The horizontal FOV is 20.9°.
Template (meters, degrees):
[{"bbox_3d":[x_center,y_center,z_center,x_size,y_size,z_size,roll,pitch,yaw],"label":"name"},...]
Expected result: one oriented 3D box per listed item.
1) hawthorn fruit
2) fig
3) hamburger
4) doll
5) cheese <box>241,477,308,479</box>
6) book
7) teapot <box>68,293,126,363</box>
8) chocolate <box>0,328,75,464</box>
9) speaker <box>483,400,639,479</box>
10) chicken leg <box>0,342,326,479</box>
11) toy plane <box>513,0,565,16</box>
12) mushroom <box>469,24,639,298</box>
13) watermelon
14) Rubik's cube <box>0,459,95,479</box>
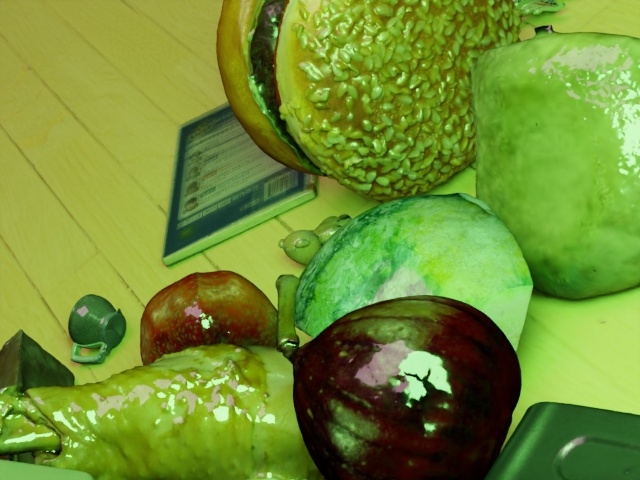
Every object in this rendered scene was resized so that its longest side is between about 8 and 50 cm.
[{"bbox_3d":[-0.125,0.098,1.910,0.157,0.157,0.194,-36,33,1],"label":"hawthorn fruit"},{"bbox_3d":[0.043,0.132,1.514,0.186,0.249,0.203,28,-98,-81],"label":"fig"},{"bbox_3d":[0.064,-0.215,1.989,0.330,0.330,0.250,-47,27,-18],"label":"hamburger"},{"bbox_3d":[-0.004,-0.008,2.034,0.061,0.051,0.093,-9,38,48],"label":"doll"},{"bbox_3d":[-0.102,0.334,1.552,0.248,0.173,0.251,2,52,44],"label":"cheese"},{"bbox_3d":[-0.103,-0.107,2.301,0.228,0.018,0.322,-24,32,18],"label":"book"},{"bbox_3d":[-0.276,0.113,2.141,0.057,0.066,0.088,16,79,33],"label":"teapot"},{"bbox_3d":[-0.353,0.245,1.989,0.112,0.112,0.321,-37,30,15],"label":"chocolate"},{"bbox_3d":[0.262,0.199,1.352,0.388,0.184,0.180,2,48,48],"label":"speaker"},{"bbox_3d":[-0.172,0.201,1.723,0.409,0.182,0.295,-2,-8,-16],"label":"chicken leg"},{"bbox_3d":[0.269,-0.300,2.170,0.111,0.040,0.102,-33,29,8],"label":"toy plane"},{"bbox_3d":[0.244,-0.078,1.716,0.292,0.217,0.212,9,54,50],"label":"mushroom"},{"bbox_3d":[0.078,0.054,1.753,0.224,0.180,0.305,-31,26,-12],"label":"watermelon"},{"bbox_3d":[-0.351,0.391,1.432,0.347,0.344,0.346,43,117,61],"label":"Rubik's cube"}]
